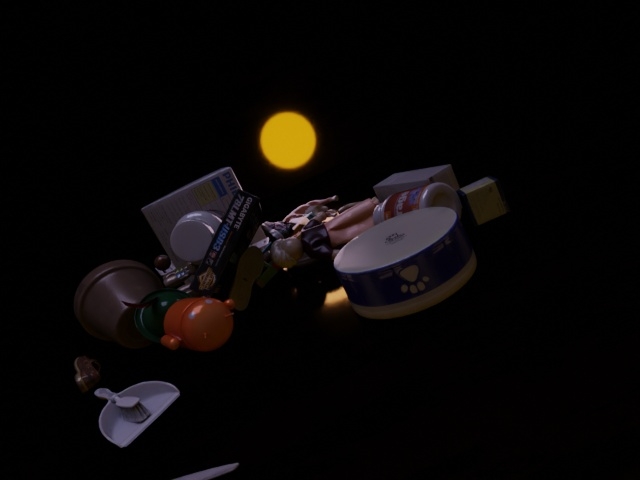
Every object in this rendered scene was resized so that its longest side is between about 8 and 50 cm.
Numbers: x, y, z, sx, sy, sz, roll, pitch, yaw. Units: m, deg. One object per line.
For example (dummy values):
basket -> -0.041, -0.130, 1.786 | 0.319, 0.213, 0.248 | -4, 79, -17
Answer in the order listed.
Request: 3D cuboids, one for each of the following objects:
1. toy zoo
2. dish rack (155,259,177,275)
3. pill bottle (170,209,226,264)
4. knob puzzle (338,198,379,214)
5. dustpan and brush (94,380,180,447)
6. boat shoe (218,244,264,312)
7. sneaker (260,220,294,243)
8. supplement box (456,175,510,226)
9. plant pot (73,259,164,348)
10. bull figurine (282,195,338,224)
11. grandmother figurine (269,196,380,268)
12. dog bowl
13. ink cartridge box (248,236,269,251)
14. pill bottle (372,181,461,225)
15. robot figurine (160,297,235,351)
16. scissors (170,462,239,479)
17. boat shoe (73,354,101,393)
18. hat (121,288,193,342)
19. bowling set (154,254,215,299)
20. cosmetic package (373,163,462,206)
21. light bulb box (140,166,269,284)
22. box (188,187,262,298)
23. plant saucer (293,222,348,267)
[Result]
toy zoo -> -0.120, 0.017, 1.385 | 0.293, 0.030, 0.192 | -48, 20, -10
dish rack -> -0.615, 0.097, 2.031 | 0.286, 0.072, 0.333 | -31, 16, -20
pill bottle -> -0.386, -0.013, 1.453 | 0.176, 0.176, 0.318 | -26, 5, 3
knob puzzle -> 0.142, -0.093, 1.370 | 0.213, 0.029, 0.213 | -8, -8, -1
dustpan and brush -> -0.409, 0.338, 0.898 | 0.211, 0.060, 0.147 | -13, 20, 41
boat shoe -> -0.230, 0.107, 1.253 | 0.079, 0.084, 0.233 | -25, 34, 37
sneaker -> -0.129, -0.030, 1.377 | 0.077, 0.072, 0.178 | -35, 26, -11
supplement box -> 0.370, -0.091, 0.989 | 0.083, 0.083, 0.056 | -25, 16, 9
plant pot -> -0.579, 0.211, 1.314 | 0.263, 0.263, 0.229 | -34, 33, -27
bull figurine -> -0.055, -0.073, 1.619 | 0.189, 0.101, 0.310 | -10, 24, 37
grandmother figurine -> 0.019, -0.017, 1.229 | 0.343, 0.104, 0.207 | -23, 32, -4
dog bowl -> 0.164, 0.038, 0.866 | 0.265, 0.104, 0.265 | -24, 15, 7
ink cartridge box -> -0.254, 0.061, 1.563 | 0.181, 0.061, 0.104 | -26, 15, 4
pill bottle -> 0.226, -0.065, 1.064 | 0.121, 0.121, 0.216 | -34, 12, -26
robot figurine -> -0.291, 0.198, 1.042 | 0.158, 0.128, 0.219 | 14, -15, -38
scissors -> -0.251, 0.362, 0.630 | 0.297, 0.021, 0.109 | -29, 13, -2
boat shoe -> -0.645, 0.365, 1.212 | 0.060, 0.064, 0.178 | -28, 20, -24
hat -> -0.398, 0.157, 1.145 | 0.208, 0.173, 0.183 | -83, 14, -48
bowling set -> -0.447, 0.118, 1.461 | 0.154, 0.199, 0.287 | -30, 19, -17
cosmetic package -> 0.267, -0.124, 1.198 | 0.107, 0.127, 0.238 | -33, 18, -25
light bulb box -> -0.451, -0.059, 1.730 | 0.361, 0.357, 0.225 | -29, 17, -12
box -> -0.262, 0.023, 1.255 | 0.295, 0.073, 0.293 | 125, 168, -80
plant saucer -> 0.000, 0.000, 1.394 | 0.278, 0.041, 0.278 | -24, 14, 7
